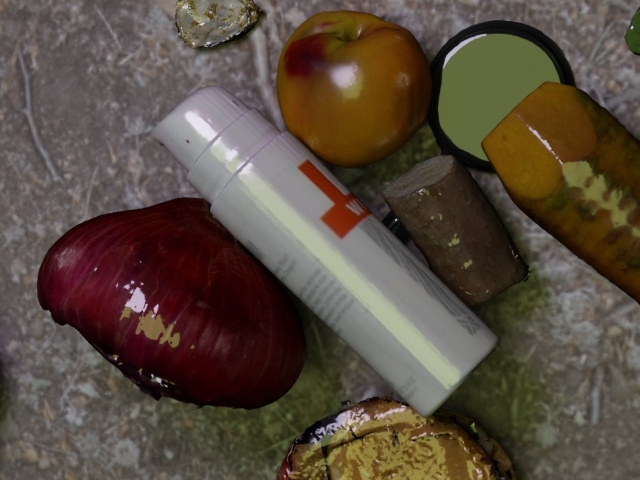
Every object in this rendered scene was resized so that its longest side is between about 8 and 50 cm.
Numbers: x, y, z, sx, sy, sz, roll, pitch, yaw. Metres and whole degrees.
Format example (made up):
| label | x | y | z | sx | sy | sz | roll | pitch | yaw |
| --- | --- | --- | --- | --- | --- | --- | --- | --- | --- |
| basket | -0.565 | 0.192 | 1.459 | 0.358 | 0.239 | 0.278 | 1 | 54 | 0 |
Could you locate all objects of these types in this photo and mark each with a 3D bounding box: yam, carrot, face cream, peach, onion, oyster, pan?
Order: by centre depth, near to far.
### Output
| label | x | y | z | sx | sy | sz | roll | pitch | yaw |
| --- | --- | --- | --- | --- | --- | --- | --- | --- | --- |
| carrot | 0.271 | -0.008 | 1.589 | 0.302 | 0.114 | 0.114 | 42 | 104 | 4 |
| face cream | 0.000 | 0.000 | 1.625 | 0.345 | 0.102 | 0.102 | 45 | 104 | 4 |
| yam | 0.119 | -0.006 | 1.648 | 0.084 | 0.084 | 0.127 | -28 | 105 | 16 |
| peach | 0.026 | -0.131 | 1.654 | 0.138 | 0.138 | 0.138 | 1 | 94 | 16 |
| onion | -0.127 | 0.056 | 1.655 | 0.248 | 0.248 | 0.161 | 25 | 113 | 13 |
| pan | 0.128 | -0.088 | 1.679 | 0.136 | 0.028 | 0.235 | 39 | 103 | 8 |
| oyster | -0.093 | -0.206 | 1.741 | 0.083 | 0.019 | 0.054 | -8 | 90 | 18 |

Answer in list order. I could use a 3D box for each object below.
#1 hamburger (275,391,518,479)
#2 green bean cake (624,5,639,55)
| label | x | y | z | sx | sy | sz | roll | pitch | yaw |
| --- | --- | --- | --- | --- | --- | --- | --- | --- | --- |
| hamburger | 0.071 | 0.243 | 1.680 | 0.231 | 0.107 | 0.231 | 0 | 90 | 14 |
| green bean cake | 0.387 | -0.151 | 1.550 | 0.248 | 0.125 | 0.222 | -29 | 86 | 16 |
